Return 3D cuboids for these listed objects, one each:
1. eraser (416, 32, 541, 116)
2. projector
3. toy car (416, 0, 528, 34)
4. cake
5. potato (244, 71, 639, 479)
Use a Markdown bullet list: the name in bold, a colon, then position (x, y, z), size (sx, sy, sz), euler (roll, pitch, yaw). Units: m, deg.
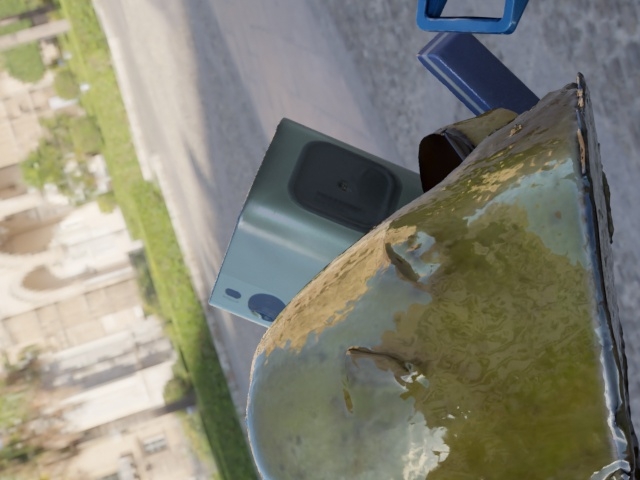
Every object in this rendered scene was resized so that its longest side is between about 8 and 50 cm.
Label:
- **eraser**: position (0.243, -0.214, 1.502), size (0.225, 0.082, 0.036), euler (44, 148, 1)
- **projector**: position (0.000, 0.000, 1.563), size (0.249, 0.249, 0.248), euler (115, 176, -46)
- **toy car**: position (0.086, -0.185, 0.663), size (0.097, 0.191, 0.100), euler (16, 97, 49)
- **cake**: position (0.236, -0.072, 1.280), size (0.207, 0.178, 0.185), euler (144, 104, -79)
- **potato**: position (0.094, 0.050, 0.847), size (0.290, 0.295, 0.397), euler (64, -157, -48)
